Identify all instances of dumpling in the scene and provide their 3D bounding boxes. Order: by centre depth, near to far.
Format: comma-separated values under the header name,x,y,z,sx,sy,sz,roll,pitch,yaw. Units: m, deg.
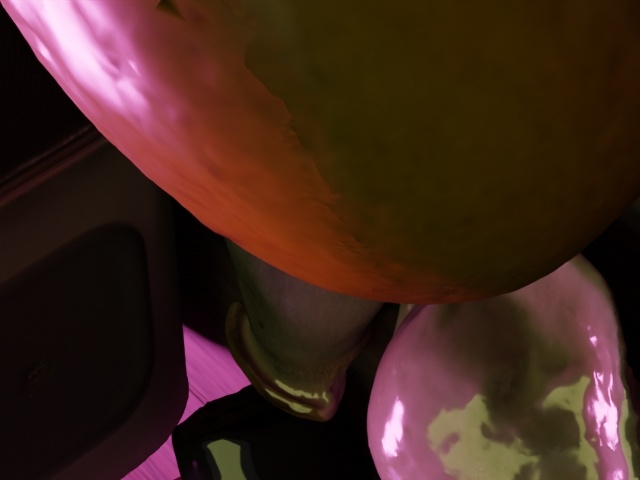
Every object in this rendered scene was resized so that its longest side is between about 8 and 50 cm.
name,x,y,z,sx,sy,sz,roll,pitch,yaw
dumpling,0.093,0.075,0.738,0.181,0.111,0.155,43,151,3

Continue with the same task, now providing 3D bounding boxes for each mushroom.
name,x,y,z,sx,sy,sz,roll,pitch,yaw
mushroom,0.000,0.000,0.811,0.116,0.093,0.225,41,156,34

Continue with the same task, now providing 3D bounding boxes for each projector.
name,x,y,z,sx,sy,sz,roll,pitch,yaw
projector,-0.223,0.006,0.923,0.248,0.248,0.249,37,146,31

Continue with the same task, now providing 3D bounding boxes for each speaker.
name,x,y,z,sx,sy,sz,roll,pitch,yaw
speaker,0.009,0.231,1.017,0.259,0.198,0.330,-89,-18,-82

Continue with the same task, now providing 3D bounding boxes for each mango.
name,x,y,z,sx,sy,sz,roll,pitch,yaw
mango,-0.043,-0.186,0.513,0.445,0.220,0.301,54,-175,-6

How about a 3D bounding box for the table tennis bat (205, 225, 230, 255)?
name,x,y,z,sx,sy,sz,roll,pitch,yaw
table tennis bat,-0.046,-0.042,0.885,0.095,0.014,0.158,10,131,47
